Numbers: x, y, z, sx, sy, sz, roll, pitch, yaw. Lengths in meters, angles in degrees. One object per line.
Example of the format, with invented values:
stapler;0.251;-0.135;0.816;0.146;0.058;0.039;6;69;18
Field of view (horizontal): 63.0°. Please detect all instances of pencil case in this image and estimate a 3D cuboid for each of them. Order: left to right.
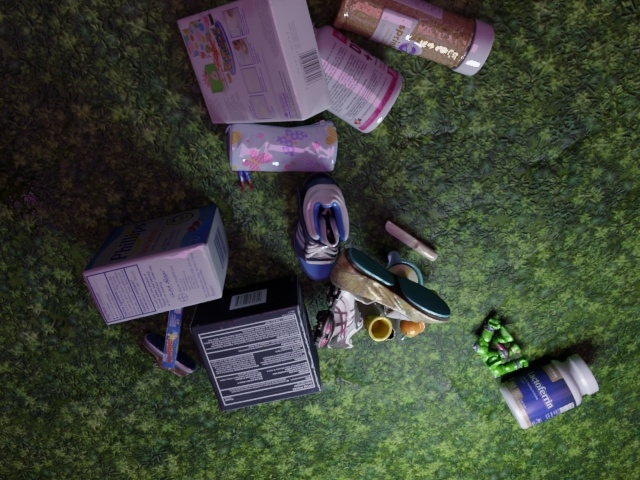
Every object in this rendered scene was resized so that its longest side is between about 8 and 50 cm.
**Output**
pencil case;-0.093;-0.228;1.269;0.273;0.113;0.124;-2;131;-8

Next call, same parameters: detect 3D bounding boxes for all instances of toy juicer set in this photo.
toy juicer set;0.251;0.124;1.447;0.209;0.089;0.329;11;94;-17

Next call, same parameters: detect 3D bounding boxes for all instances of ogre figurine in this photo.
ogre figurine;0.546;0.339;1.608;0.118;0.097;0.197;-38;124;-1

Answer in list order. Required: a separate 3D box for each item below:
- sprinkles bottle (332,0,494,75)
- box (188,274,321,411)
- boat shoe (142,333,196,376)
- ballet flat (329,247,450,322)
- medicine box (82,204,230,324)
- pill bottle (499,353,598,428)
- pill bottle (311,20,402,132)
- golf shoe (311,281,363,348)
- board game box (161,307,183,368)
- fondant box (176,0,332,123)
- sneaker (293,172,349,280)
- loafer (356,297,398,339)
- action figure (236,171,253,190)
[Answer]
sprinkles bottle;0.209;-0.488;1.186;0.355;0.121;0.121;15;112;-11
box;-0.173;0.288;1.470;0.296;0.183;0.294;-12;114;2
boat shoe;-0.456;0.347;1.536;0.066;0.066;0.183;-41;111;14
ballet flat;0.171;0.136;1.333;0.348;0.123;0.123;29;109;-20
medicine box;-0.389;0.050;1.298;0.289;0.263;0.149;-13;114;0
pill bottle;0.720;0.472;1.651;0.264;0.153;0.153;-28;114;7
pill bottle;0.031;-0.385;1.195;0.283;0.160;0.160;29;109;-17
golf shoe;0.067;0.180;1.435;0.120;0.105;0.273;14;116;-11
board game box;-0.401;0.231;1.451;0.035;0.136;0.201;10;112;-10
fondant box;-0.146;-0.377;1.103;0.096;0.330;0.238;-35;121;-35
sneaker;0.001;0.000;1.325;0.130;0.236;0.323;0;114;-5
loafer;0.136;0.204;1.511;0.251;0.087;0.094;35;107;-18
action figure;-0.200;-0.185;1.339;0.038;0.030;0.115;-10;113;3
